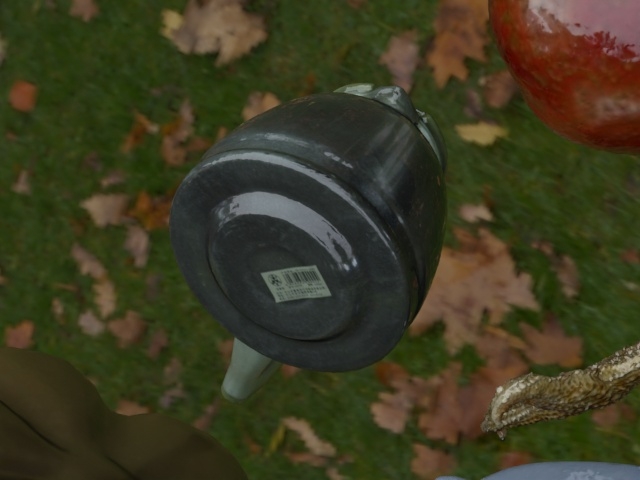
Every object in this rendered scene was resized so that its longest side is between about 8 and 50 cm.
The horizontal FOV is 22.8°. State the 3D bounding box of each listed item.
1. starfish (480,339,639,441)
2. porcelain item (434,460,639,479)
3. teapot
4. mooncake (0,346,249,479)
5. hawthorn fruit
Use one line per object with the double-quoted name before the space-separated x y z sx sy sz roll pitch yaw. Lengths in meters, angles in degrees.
"starfish" 0.281 0.130 1.544 0.302 0.299 0.060 -29 76 14
"porcelain item" 0.330 0.364 1.853 0.405 0.242 0.178 -2 66 30
"teapot" 0.020 0.000 1.486 0.240 0.239 0.321 11 129 26
"mooncake" -0.241 0.293 1.356 0.467 0.467 0.262 47 111 35
"hawthorn fruit" 0.327 -0.206 1.333 0.369 0.285 0.284 11 86 34
